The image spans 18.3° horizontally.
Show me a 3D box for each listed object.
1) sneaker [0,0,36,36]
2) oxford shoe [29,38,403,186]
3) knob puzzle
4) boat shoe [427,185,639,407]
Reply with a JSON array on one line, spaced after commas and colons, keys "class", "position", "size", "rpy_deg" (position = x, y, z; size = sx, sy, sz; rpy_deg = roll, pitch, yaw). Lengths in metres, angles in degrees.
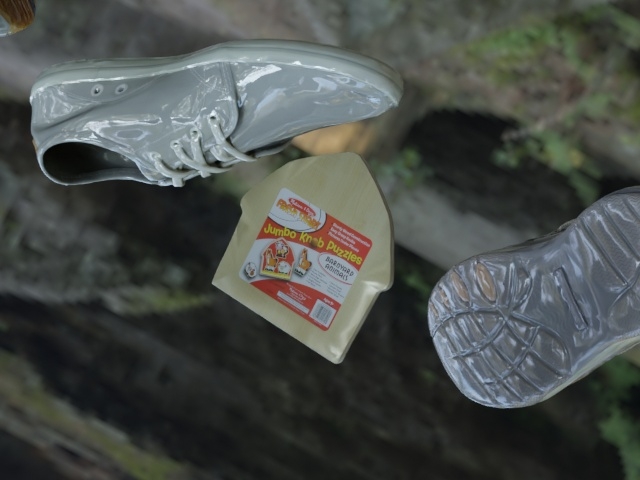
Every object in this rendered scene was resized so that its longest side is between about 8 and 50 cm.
[{"class": "sneaker", "position": [-0.312, -0.180, 1.538], "size": [0.296, 0.131, 0.112], "rpy_deg": [-70, -42, -67]}, {"class": "oxford shoe", "position": [-0.117, -0.124, 2.086], "size": [0.449, 0.130, 0.169], "rpy_deg": [-4, 157, 28]}, {"class": "knob puzzle", "position": [0.000, 0.000, 2.022], "size": [0.213, 0.213, 0.030], "rpy_deg": [33, -170, 26]}, {"class": "boat shoe", "position": [0.217, 0.045, 1.579], "size": [0.130, 0.132, 0.355], "rpy_deg": [-15, 174, -33]}]
